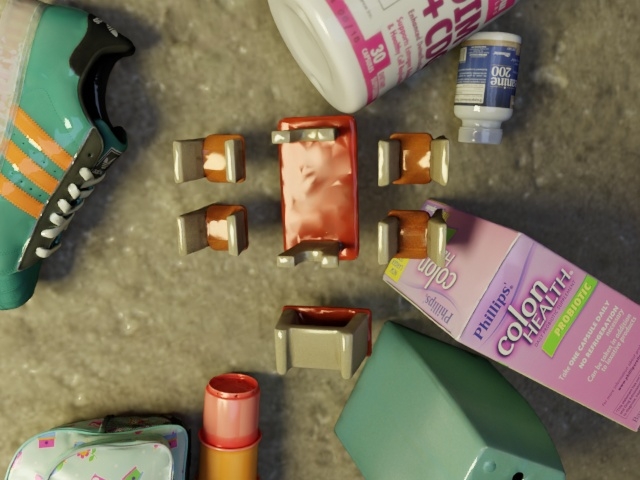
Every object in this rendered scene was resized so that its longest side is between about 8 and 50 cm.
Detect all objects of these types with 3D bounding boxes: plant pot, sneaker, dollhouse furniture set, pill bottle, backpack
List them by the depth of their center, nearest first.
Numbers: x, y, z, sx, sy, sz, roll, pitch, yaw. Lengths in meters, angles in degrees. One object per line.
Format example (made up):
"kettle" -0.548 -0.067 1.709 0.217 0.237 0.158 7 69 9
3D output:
"sneaker" -0.257 -0.071 0.573 0.121 0.108 0.302 11 98 -11
"pill bottle" 0.101 -0.267 0.587 0.283 0.160 0.160 -35 108 -4
"dollhouse furniture set" 0.000 0.000 0.628 0.261 0.135 0.259 1 103 12
"backpack" -0.238 0.273 0.629 0.188 0.144 0.166 2 81 -8
"plant pot" 0.148 0.227 0.669 0.165 0.234 0.166 23 95 -17
"pill bottle" 0.189 -0.172 0.678 0.067 0.067 0.120 1 102 -14

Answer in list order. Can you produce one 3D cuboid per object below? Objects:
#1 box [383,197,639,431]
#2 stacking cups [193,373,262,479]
"box" 0.227 0.072 0.664 0.242 0.213 0.117 27 95 -17
"stacking cups" -0.118 0.319 0.701 0.096 0.096 0.316 0 101 -13
